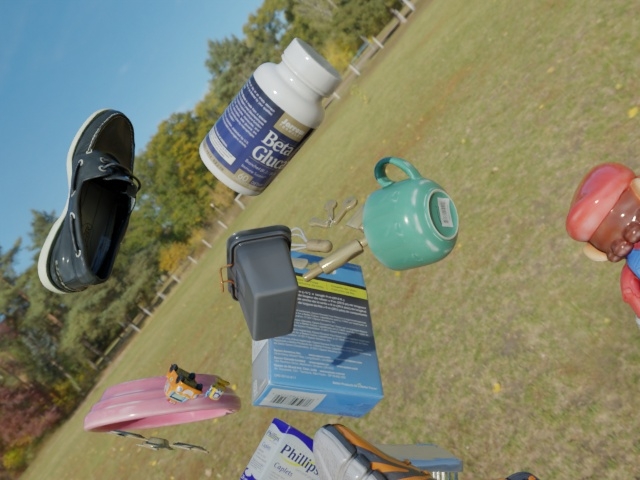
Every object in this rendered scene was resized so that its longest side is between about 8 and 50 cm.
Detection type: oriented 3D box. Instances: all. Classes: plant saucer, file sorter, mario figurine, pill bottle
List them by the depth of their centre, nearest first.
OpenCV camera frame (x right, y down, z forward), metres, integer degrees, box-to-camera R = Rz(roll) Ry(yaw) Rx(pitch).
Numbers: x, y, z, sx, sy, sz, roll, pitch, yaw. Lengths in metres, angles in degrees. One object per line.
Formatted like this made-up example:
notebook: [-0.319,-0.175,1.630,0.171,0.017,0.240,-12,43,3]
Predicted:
pill bottle: [-0.055,-0.140,0.596,0.169,0.094,0.094,-46,10,23]
mario figurine: [0.458,0.014,0.655,0.198,0.170,0.321,-39,50,14]
file sorter: [0.134,0.462,0.924,0.278,0.192,0.173,77,-166,-73]
plant saucer: [-0.345,0.360,1.158,0.332,0.332,0.084,-38,56,50]

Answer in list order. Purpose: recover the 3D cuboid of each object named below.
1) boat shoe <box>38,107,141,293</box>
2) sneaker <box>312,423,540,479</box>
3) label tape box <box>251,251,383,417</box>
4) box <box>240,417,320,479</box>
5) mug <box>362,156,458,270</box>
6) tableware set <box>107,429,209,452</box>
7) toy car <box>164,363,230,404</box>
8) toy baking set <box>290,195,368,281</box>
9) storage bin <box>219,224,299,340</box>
boat shoe: [-0.362,-0.076,0.879,0.113,0.127,0.340,-2,62,29]
sneaker: [0.143,0.312,0.610,0.180,0.321,0.125,-25,-41,-34]
label tape box: [-0.017,0.194,1.146,0.348,0.249,0.115,-97,28,-43]
box: [-0.065,0.450,1.038,0.072,0.126,0.137,-11,44,60]
mug: [0.132,-0.036,0.756,0.097,0.158,0.129,-17,33,45]
tableware set: [-0.303,0.381,0.977,0.141,0.168,0.020,-3,64,31]
toy car: [-0.154,0.197,0.668,0.060,0.122,0.041,28,81,41]
toy baking set: [0.003,0.002,1.029,0.256,0.030,0.197,-34,32,0]
storage bin: [-0.075,0.061,0.663,0.135,0.098,0.091,100,155,-47]
